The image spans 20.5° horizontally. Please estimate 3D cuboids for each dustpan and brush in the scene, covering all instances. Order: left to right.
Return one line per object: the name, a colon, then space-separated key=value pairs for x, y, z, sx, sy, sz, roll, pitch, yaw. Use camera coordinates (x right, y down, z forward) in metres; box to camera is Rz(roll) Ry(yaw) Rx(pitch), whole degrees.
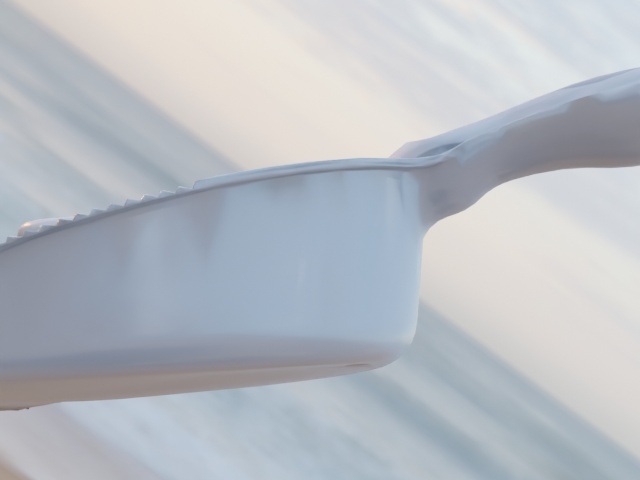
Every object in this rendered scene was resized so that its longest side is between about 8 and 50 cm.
dustpan and brush: x=0.000 y=0.000 z=0.411 sx=0.211 sy=0.060 sz=0.147 roll=-7 pitch=-8 yaw=14
